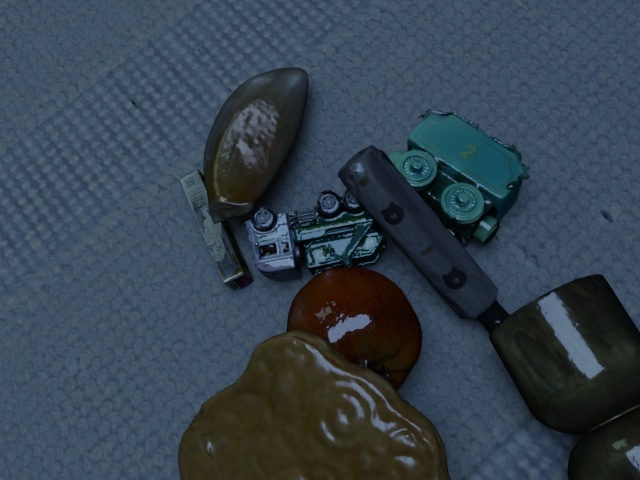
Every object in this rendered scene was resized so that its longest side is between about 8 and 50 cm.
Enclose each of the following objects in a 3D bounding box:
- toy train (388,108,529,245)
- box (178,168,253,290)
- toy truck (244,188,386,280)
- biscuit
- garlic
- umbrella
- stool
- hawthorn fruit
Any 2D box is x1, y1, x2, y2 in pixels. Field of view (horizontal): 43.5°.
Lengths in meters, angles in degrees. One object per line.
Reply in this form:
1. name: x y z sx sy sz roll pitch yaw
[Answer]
1. toy train: 0.203 -0.093 1.225 0.203 0.112 0.163 38 71 17
2. box: -0.168 -0.018 1.280 0.041 0.050 0.207 -27 68 1
3. toy truck: 0.000 0.000 1.219 0.216 0.110 0.116 -11 72 5
4. biscuit: -0.008 0.332 1.027 0.385 0.062 0.365 43 109 13
5. garlic: -0.112 -0.164 1.277 0.143 0.112 0.318 2 61 27
6. umbrella: 0.157 0.007 1.152 0.073 0.067 0.337 -42 95 -9
7. stool: 0.361 0.198 1.050 0.179 0.179 0.264 -26 68 -2
8. hawthorn fruit: 0.039 0.121 1.145 0.196 0.196 0.225 -22 39 -1
